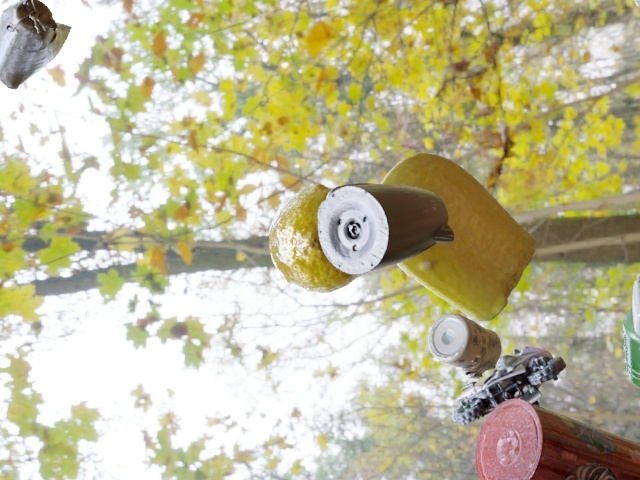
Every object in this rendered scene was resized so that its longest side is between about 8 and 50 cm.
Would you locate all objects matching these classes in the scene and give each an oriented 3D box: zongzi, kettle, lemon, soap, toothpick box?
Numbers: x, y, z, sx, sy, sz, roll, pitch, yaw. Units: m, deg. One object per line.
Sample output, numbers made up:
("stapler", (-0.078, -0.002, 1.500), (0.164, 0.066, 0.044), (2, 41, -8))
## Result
("zongzi", (-0.427, -0.342, 1.204), (0.084, 0.187, 0.184), (46, -129, -11))
("kettle", (0.105, -0.036, 1.326), (0.232, 0.202, 0.143), (-9, -60, -51))
("lemon", (0.000, 0.000, 1.648), (0.288, 0.234, 0.233), (11, -104, -84))
("soap", (0.317, -0.020, 1.894), (0.427, 0.115, 0.306), (41, -103, -10))
("toothpick box", (0.515, 0.472, 1.592), (0.334, 0.204, 0.204), (23, -114, -22))

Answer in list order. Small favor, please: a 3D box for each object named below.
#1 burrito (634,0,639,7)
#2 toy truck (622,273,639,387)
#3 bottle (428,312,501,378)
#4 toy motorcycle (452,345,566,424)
("burrito", (0.510, -0.404, 1.106), (0.348, 0.175, 0.107), (9, -81, -53))
("toy truck", (0.566, 0.158, 1.268), (0.242, 0.125, 0.101), (66, -150, -44))
("bottle", (0.274, 0.196, 1.400), (0.152, 0.099, 0.098), (28, -115, -43))
("toy motorcycle", (0.496, 0.381, 2.023), (0.143, 0.327, 0.188), (56, -160, -1))
